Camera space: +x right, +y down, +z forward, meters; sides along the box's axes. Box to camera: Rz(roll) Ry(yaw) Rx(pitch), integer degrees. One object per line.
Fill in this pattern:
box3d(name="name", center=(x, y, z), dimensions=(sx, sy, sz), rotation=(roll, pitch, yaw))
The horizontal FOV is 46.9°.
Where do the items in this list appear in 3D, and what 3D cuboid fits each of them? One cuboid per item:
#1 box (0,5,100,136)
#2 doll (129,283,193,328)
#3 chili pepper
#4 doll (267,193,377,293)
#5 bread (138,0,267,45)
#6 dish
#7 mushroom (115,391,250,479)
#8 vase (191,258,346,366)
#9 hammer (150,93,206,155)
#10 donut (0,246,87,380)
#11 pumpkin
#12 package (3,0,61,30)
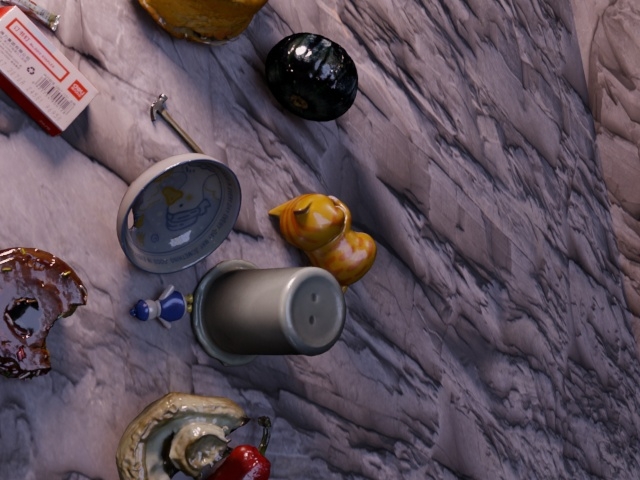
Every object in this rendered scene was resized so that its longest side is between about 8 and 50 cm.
box3d(name="box", center=(-0.541, -0.318, 1.385), dimensions=(0.229, 0.050, 0.123), rotation=(47, 55, -27))
box3d(name="doll", center=(-0.328, 0.139, 1.523), dimensions=(0.143, 0.057, 0.099), rotation=(-8, 111, -41))
box3d(name="chili pepper", center=(-0.202, 0.543, 1.557), dimensions=(0.387, 0.110, 0.110), rotation=(-48, 116, -33))
box3d(name="doll", center=(0.014, -0.004, 1.781), dimensions=(0.270, 0.166, 0.162), rotation=(53, 52, -21))
box3d(name="bread", center=(-0.248, -0.615, 1.585), dimensions=(0.336, 0.204, 0.358), rotation=(3, 85, -37))
box3d(name="dish", center=(-0.311, -0.077, 1.511), dimensions=(0.273, 0.134, 0.273), rotation=(-29, 141, -27))
box3d(name="mushroom", center=(-0.287, 0.384, 1.453), dimensions=(0.267, 0.189, 0.164), rotation=(-40, 98, -12))
box3d(name="vase", center=(-0.097, 0.147, 1.575), dimensions=(0.245, 0.291, 0.245), rotation=(8, 79, -43))
box3d(name="hammer", center=(-0.304, -0.233, 1.612), dimensions=(0.182, 0.017, 0.062), rotation=(50, 56, -28))
box3d(name="donut", center=(-0.540, 0.126, 1.305), dimensions=(0.216, 0.096, 0.230), rotation=(27, 68, -34))
box3d(name="pumpkin", center=(-0.023, -0.386, 1.747), dimensions=(0.233, 0.233, 0.163), rotation=(35, 74, -34))
box3d(name="package", center=(-0.553, -0.445, 1.412), dimensions=(0.110, 0.015, 0.037), rotation=(29, 72, -35))
